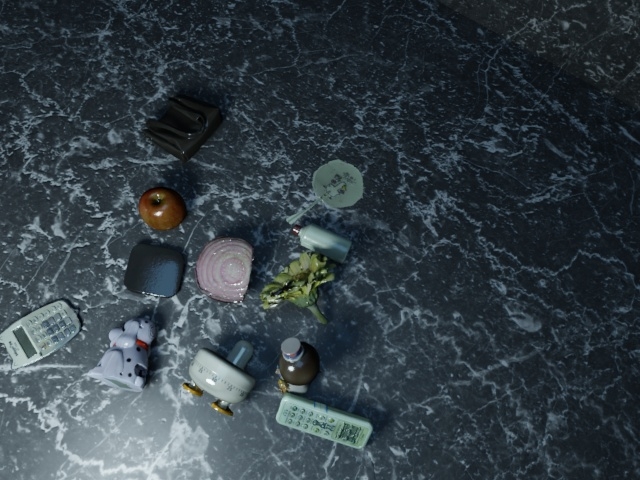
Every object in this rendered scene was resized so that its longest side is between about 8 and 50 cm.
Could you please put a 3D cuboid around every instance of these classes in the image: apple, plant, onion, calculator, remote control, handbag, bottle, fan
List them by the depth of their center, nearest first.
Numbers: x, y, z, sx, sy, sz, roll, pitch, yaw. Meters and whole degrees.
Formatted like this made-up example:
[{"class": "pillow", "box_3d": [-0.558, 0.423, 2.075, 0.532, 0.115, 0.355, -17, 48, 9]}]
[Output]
[{"class": "remote control", "box_3d": [0.014, 0.636, 1.524, 0.335, 0.065, 0.128, 18, 112, -1]}, {"class": "calculator", "box_3d": [-1.002, 0.331, 1.549, 0.268, 0.040, 0.177, -34, 78, -17]}, {"class": "plant", "box_3d": [-0.089, 0.199, 1.595, 0.261, 0.306, 0.297, -12, 99, -39]}, {"class": "onion", "box_3d": [-0.358, 0.116, 1.674, 0.248, 0.111, 0.250, 8, 79, 20]}, {"class": "apple", "box_3d": [-0.624, -0.129, 1.693, 0.181, 0.168, 0.181, 0, 68, -1]}, {"class": "bottle", "box_3d": [0.000, 0.000, 1.752, 0.245, 0.104, 0.104, 24, 69, 2]}, {"class": "handbag", "box_3d": [-0.599, -0.507, 1.866, 0.257, 0.113, 0.285, 28, 70, 12]}, {"class": "fan", "box_3d": [0.019, -0.198, 1.872, 0.415, 0.012, 0.233, -41, 79, -19]}]

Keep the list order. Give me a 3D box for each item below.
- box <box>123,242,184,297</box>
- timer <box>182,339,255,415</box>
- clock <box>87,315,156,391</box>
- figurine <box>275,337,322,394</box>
[{"class": "box", "box_3d": [-0.641, 0.117, 1.667, 0.213, 0.042, 0.201, 9, 69, -4]}, {"class": "timer", "box_3d": [-0.326, 0.445, 1.487, 0.233, 0.233, 0.240, 30, 73, 5]}, {"class": "clock", "box_3d": [-0.671, 0.382, 1.512, 0.189, 0.189, 0.254, 9, 57, -3]}, {"class": "figurine", "box_3d": [-0.078, 0.432, 1.498, 0.161, 0.275, 0.158, -1, 56, -11]}]
